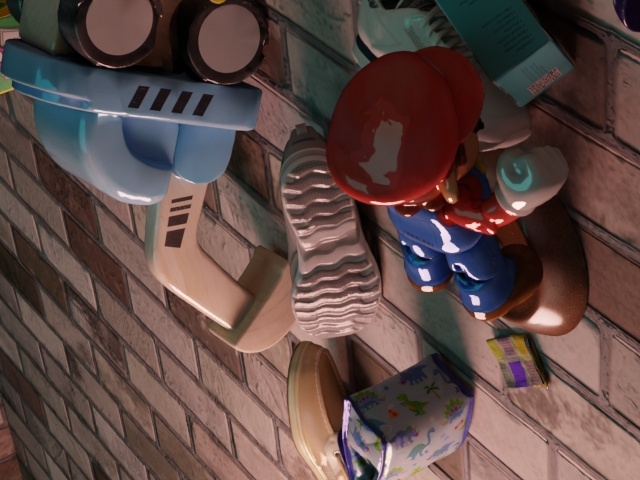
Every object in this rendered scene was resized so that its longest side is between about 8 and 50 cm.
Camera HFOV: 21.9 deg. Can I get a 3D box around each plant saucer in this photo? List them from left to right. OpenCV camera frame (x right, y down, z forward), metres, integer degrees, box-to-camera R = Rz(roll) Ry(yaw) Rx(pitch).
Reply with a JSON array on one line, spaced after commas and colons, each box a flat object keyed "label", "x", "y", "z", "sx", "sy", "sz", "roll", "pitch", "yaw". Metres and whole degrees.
[{"label": "plant saucer", "x": 0.179, "y": 0.007, "z": 1.586, "sx": 0.198, "sy": 0.036, "sz": 0.199, "roll": 45, "pitch": 148, "yaw": 39}]

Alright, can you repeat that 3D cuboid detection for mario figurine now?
[{"label": "mario figurine", "x": 0.117, "y": -0.065, "z": 1.408, "sx": 0.320, "sy": 0.198, "sz": 0.170, "roll": 61, "pitch": -155, "yaw": -57}]

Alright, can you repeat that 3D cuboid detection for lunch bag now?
[{"label": "lunch bag", "x": 0.093, "y": 0.216, "z": 1.843, "sx": 0.096, "sy": 0.128, "sz": 0.151, "roll": 49, "pitch": 153, "yaw": 36}]

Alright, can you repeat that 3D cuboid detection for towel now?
[{"label": "towel", "x": 0.201, "y": 0.124, "z": 1.681, "sx": 0.083, "sy": 0.009, "sz": 0.060, "roll": -11, "pitch": 103, "yaw": 66}]

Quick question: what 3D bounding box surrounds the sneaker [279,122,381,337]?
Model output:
[{"label": "sneaker", "x": 0.011, "y": -0.009, "z": 1.885, "sx": 0.115, "sy": 0.105, "sz": 0.281, "roll": -97, "pitch": 2, "yaw": -50}]

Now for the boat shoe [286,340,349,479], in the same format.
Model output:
[{"label": "boat shoe", "x": 0.038, "y": 0.259, "z": 2.056, "sx": 0.098, "sy": 0.109, "sz": 0.302, "roll": -7, "pitch": 110, "yaw": 24}]

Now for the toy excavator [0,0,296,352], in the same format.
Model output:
[{"label": "toy excavator", "x": -0.190, "y": -0.095, "z": 1.981, "sx": 0.222, "sy": 0.433, "sz": 0.445, "roll": 30, "pitch": 110, "yaw": 53}]

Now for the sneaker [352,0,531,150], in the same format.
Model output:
[{"label": "sneaker", "x": 0.109, "y": -0.166, "z": 1.517, "sx": 0.235, "sy": 0.090, "sz": 0.095, "roll": 43, "pitch": 136, "yaw": 37}]

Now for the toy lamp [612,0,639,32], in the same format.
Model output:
[{"label": "toy lamp", "x": 0.173, "y": -0.264, "z": 1.296, "sx": 0.274, "sy": 0.080, "sz": 0.080, "roll": 44, "pitch": 149, "yaw": 37}]

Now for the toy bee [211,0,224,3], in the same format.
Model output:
[{"label": "toy bee", "x": -0.105, "y": -0.341, "z": 1.696, "sx": 0.298, "sy": 0.162, "sz": 0.195, "roll": 9, "pitch": 118, "yaw": 62}]

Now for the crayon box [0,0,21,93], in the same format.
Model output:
[{"label": "crayon box", "x": -0.425, "y": -0.287, "z": 2.155, "sx": 0.313, "sy": 0.363, "sz": 0.106, "roll": 27, "pitch": 135, "yaw": 55}]

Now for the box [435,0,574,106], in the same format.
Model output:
[{"label": "box", "x": 0.116, "y": -0.234, "z": 1.405, "sx": 0.244, "sy": 0.060, "sz": 0.100, "roll": 57, "pitch": -168, "yaw": 17}]
